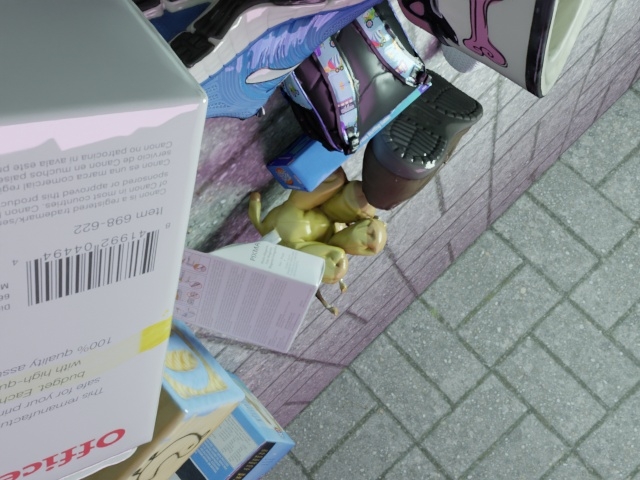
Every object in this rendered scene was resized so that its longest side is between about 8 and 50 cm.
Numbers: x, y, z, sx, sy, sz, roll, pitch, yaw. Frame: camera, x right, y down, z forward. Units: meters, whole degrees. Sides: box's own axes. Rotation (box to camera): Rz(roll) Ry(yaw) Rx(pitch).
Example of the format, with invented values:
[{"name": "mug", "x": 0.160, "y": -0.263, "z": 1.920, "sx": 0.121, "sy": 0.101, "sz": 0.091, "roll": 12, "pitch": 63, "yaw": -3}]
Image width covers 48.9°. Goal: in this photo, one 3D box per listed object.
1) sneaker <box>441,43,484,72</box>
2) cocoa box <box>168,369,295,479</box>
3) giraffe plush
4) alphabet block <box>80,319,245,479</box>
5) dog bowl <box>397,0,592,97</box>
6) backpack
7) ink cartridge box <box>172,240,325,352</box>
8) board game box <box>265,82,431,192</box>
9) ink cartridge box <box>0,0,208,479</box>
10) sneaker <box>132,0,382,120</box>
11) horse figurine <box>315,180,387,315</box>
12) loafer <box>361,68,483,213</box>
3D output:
[{"name": "sneaker", "x": 0.296, "y": -0.379, "z": 1.063, "sx": 0.153, "sy": 0.101, "sz": 0.268, "roll": -31, "pitch": 164, "yaw": -39}, {"name": "cocoa box", "x": -0.228, "y": 0.416, "z": 1.472, "sx": 0.228, "sy": 0.231, "sz": 0.347, "roll": -43, "pitch": 163, "yaw": -7}, {"name": "giraffe plush", "x": -0.013, "y": -0.008, "z": 1.092, "sx": 0.210, "sy": 0.181, "sz": 0.170, "roll": -19, "pitch": 169, "yaw": -1}, {"name": "alphabet block", "x": -0.269, "y": 0.239, "z": 1.042, "sx": 0.197, "sy": 0.193, "sz": 0.192, "roll": -48, "pitch": 161, "yaw": 10}, {"name": "dog bowl", "x": 0.191, "y": -0.343, "z": 0.614, "sx": 0.408, "sy": 0.150, "sz": 0.408, "roll": -56, "pitch": 158, "yaw": -37}, {"name": "backpack", "x": 0.018, "y": -0.208, "z": 0.788, "sx": 0.158, "sy": 0.117, "sz": 0.173, "roll": -44, "pitch": 131, "yaw": -8}, {"name": "ink cartridge box", "x": -0.129, "y": 0.065, "z": 1.003, "sx": 0.189, "sy": 0.232, "sz": 0.066, "roll": 114, "pitch": -5, "yaw": -49}, {"name": "board game box", "x": 0.031, "y": -0.151, "z": 0.943, "sx": 0.210, "sy": 0.047, "sz": 0.160, "roll": -42, "pitch": -166, "yaw": -8}, {"name": "ink cartridge box", "x": -0.258, "y": 0.034, "z": 0.486, "sx": 0.279, "sy": 0.160, "sz": 0.385, "roll": -15, "pitch": 141, "yaw": -34}, {"name": "sneaker", "x": -0.065, "y": -0.200, "z": 0.648, "sx": 0.330, "sy": 0.130, "sz": 0.147, "roll": -31, "pitch": 168, "yaw": -17}, {"name": "horse figurine", "x": 0.000, "y": 0.000, "z": 1.203, "sx": 0.066, "sy": 0.174, "sz": 0.263, "roll": 3, "pitch": 117, "yaw": -63}, {"name": "loafer", "x": 0.141, "y": -0.160, "z": 1.084, "sx": 0.366, "sy": 0.134, "sz": 0.130, "roll": -44, "pitch": 169, "yaw": -53}]
